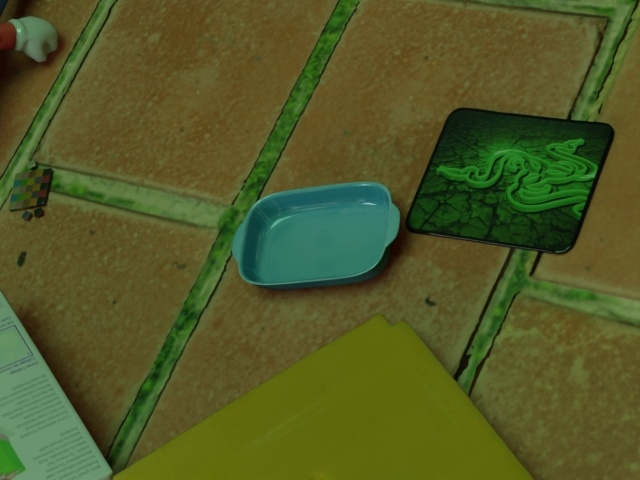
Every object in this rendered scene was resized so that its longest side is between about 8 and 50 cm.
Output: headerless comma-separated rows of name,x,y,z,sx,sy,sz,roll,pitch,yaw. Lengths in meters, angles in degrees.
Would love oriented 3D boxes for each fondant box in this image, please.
fondant box,-0.377,0.202,1.783,0.238,0.096,0.330,-24,47,-18

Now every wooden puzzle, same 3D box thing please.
wooden puzzle,-0.337,-0.058,2.036,0.049,0.006,0.083,-8,58,24

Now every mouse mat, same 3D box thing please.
mouse mat,0.188,-0.063,1.764,0.190,0.007,0.152,9,65,31

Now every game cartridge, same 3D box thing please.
game cartridge,0.004,0.236,1.607,0.324,0.052,0.285,-30,46,-8

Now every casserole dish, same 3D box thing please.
casserole dish,0.000,0.000,1.803,0.188,0.037,0.114,-7,58,25

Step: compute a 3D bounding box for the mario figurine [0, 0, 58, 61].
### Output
mario figurine,-0.441,-0.206,2.140,0.198,0.170,0.320,-40,26,49
